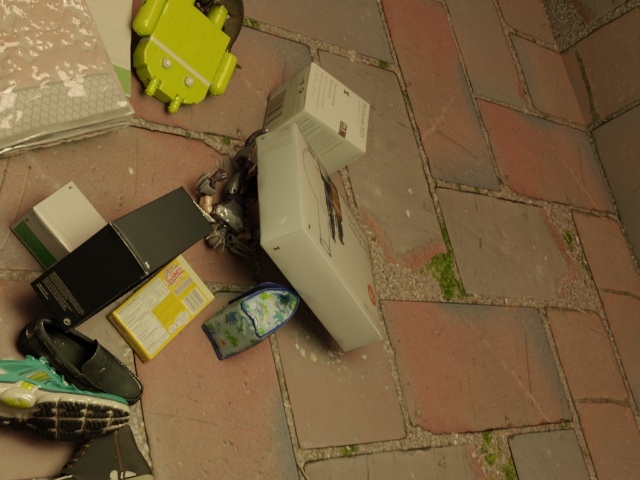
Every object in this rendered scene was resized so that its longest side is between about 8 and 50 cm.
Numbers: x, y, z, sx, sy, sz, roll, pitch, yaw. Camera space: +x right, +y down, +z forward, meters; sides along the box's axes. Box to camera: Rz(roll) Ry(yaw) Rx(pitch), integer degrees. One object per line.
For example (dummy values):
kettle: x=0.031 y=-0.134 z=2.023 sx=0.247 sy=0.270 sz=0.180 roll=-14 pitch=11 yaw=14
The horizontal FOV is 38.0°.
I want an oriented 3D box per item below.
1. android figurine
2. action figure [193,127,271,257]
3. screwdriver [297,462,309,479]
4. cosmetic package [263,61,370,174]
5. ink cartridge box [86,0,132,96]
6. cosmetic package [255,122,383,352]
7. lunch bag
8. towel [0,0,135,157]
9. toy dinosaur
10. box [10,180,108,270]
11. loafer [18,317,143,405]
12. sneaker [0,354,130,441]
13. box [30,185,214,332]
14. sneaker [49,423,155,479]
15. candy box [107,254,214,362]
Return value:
android figurine: x=-0.278 y=-0.387 z=1.876 sx=0.248 sy=0.056 sz=0.273 roll=39 pitch=61 yaw=-38
action figure: x=-0.162 y=-0.089 z=1.844 sx=0.185 sy=0.099 sz=0.285 roll=49 pitch=44 yaw=-28
screwdriver: x=0.006 y=0.485 z=1.727 sx=0.025 sy=0.024 sz=0.170 roll=-26 pitch=84 yaw=-21
cosmetic package: x=-0.008 y=-0.263 z=2.063 sx=0.184 sy=0.151 sz=0.151 roll=31 pitch=49 yaw=-30
ink cartridge box: x=-0.443 y=-0.391 z=1.767 sx=0.171 sy=0.056 sz=0.235 roll=14 pitch=65 yaw=-40
cosmetic package: x=0.000 y=0.000 z=1.814 sx=0.377 sy=0.097 sz=0.284 roll=55 pitch=24 yaw=-44
lunch bag: x=-0.121 y=0.140 z=1.721 sx=0.151 sy=0.129 sz=0.096 roll=-24 pitch=86 yaw=-49
towel: x=-0.516 y=-0.309 z=1.600 sx=0.332 sy=0.053 sz=0.317 roll=-23 pitch=85 yaw=-40
toy dinosaur: x=-0.230 y=-0.529 z=2.023 sx=0.160 sy=0.121 sz=0.313 roll=-40 pitch=93 yaw=-36
box: x=-0.429 y=-0.022 z=1.530 sx=0.101 sy=0.087 sz=0.102 roll=52 pitch=40 yaw=-9
loafer: x=-0.369 y=0.194 z=1.468 sx=0.223 sy=0.078 sz=0.076 roll=37 pitch=45 yaw=-25
sneaker: x=-0.411 y=0.217 z=1.365 sx=0.275 sy=0.107 sz=0.110 roll=17 pitch=42 yaw=-19
box: x=-0.311 y=0.024 z=1.497 sx=0.103 sy=0.184 sz=0.261 roll=57 pitch=21 yaw=-4
sneaker: x=-0.368 y=0.349 z=1.392 sx=0.222 sy=0.083 sz=0.118 roll=-2 pitch=50 yaw=-40
candy box: x=-0.279 y=0.117 z=1.649 sx=0.105 sy=0.027 sz=0.206 roll=51 pitch=40 yaw=-6
